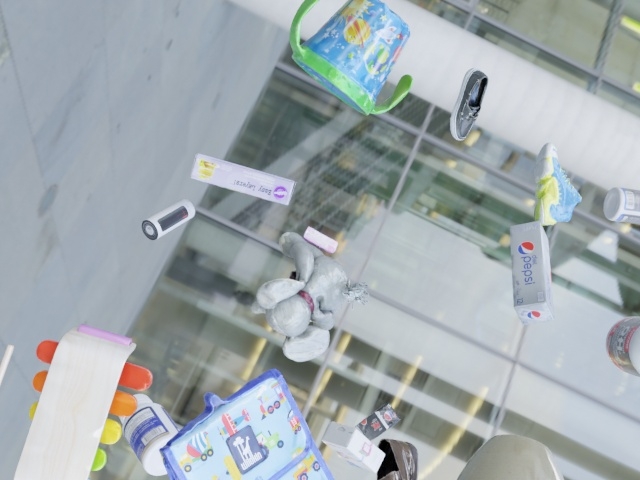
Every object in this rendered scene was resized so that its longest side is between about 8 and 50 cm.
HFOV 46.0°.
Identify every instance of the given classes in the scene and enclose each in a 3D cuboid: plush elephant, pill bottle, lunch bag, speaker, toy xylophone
[{"bbox_3d":[-0.061,0.159,1.979,0.255,0.271,0.330,-26,-159,-27],"label":"plush elephant"},{"bbox_3d":[-0.396,0.445,1.756,0.187,0.112,0.112,38,-73,44],"label":"pill bottle"},{"bbox_3d":[-0.117,0.359,1.194,0.221,0.293,0.138,-31,-160,-28],"label":"lunch bag"},{"bbox_3d":[-0.369,-0.053,1.838,0.136,0.055,0.055,-37,161,-47],"label":"speaker"},{"bbox_3d":[-0.443,0.293,1.275,0.081,0.236,0.322,123,-8,-82],"label":"toy xylophone"},{"bbox_3d":[0.941,0.307,2.129,0.318,0.176,0.176,54,62,-85],"label":"pill bottle"},{"bbox_3d":[0.729,-0.076,1.725,0.078,0.137,0.078,-173,-90,-81],"label":"pill bottle"}]

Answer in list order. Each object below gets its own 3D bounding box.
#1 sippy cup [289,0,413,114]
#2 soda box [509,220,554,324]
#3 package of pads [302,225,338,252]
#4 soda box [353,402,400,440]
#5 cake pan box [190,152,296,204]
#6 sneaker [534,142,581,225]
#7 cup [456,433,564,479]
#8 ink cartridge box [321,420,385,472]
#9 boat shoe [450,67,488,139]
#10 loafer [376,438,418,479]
[{"bbox_3d":[0.088,-0.456,1.795,0.224,0.240,0.305,-53,157,5],"label":"sippy cup"},{"bbox_3d":[0.587,0.088,2.098,0.098,0.091,0.286,54,34,-41],"label":"soda box"},{"bbox_3d":[0.000,0.000,1.758,0.032,0.083,0.050,-61,180,-7],"label":"package of pads"},{"bbox_3d":[0.148,0.493,2.022,0.053,0.060,0.169,-28,164,-32],"label":"soda box"},{"bbox_3d":[-0.188,-0.150,1.888,0.267,0.246,0.070,-141,-111,-85],"label":"cake pan box"},{"bbox_3d":[0.691,-0.162,2.191,0.091,0.126,0.240,-117,-149,-85],"label":"sneaker"},{"bbox_3d":[0.493,0.642,1.936,0.331,0.331,0.237,120,-9,-56],"label":"cup"},{"bbox_3d":[0.074,0.471,1.721,0.088,0.122,0.052,0,-130,49],"label":"ink cartridge box"},{"bbox_3d":[0.281,-0.252,1.421,0.040,0.049,0.142,46,-44,49],"label":"boat shoe"},{"bbox_3d":[0.192,0.704,2.073,0.134,0.130,0.366,-40,-152,28],"label":"loafer"}]
